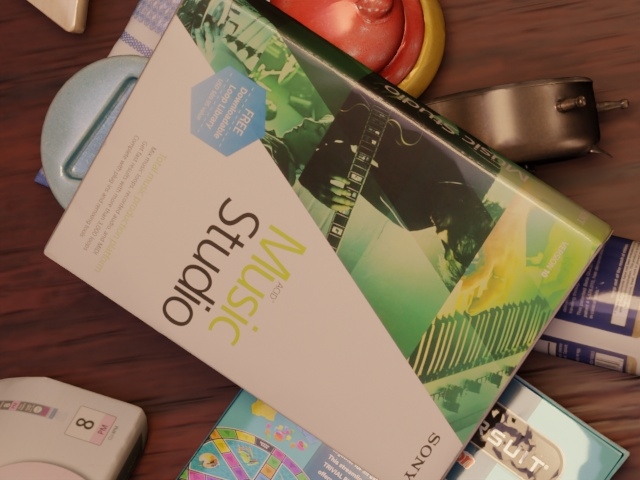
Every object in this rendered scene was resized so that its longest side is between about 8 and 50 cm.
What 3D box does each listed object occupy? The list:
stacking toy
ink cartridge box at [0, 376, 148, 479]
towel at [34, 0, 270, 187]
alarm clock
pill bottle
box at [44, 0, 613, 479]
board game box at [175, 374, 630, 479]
[{"bbox_3d":[-0.100,-0.165,1.382,0.309,0.130,0.279,-34,82,11],"label":"stacking toy"},{"bbox_3d":[-0.271,0.175,1.434,0.232,0.066,0.189,18,49,10],"label":"ink cartridge box"},{"bbox_3d":[-0.067,-0.110,1.458,0.209,0.034,0.285,34,97,12],"label":"towel"},{"bbox_3d":[0.115,-0.075,1.371,0.192,0.129,0.064,-5,90,26],"label":"alarm clock"},{"bbox_3d":[0.165,0.033,1.372,0.169,0.094,0.094,14,93,12],"label":"pill bottle"},{"bbox_3d":[0.000,0.000,1.296,0.322,0.058,0.232,33,111,4],"label":"box"},{"bbox_3d":[0.022,0.216,1.388,0.254,0.079,0.336,36,88,11],"label":"board game box"}]
